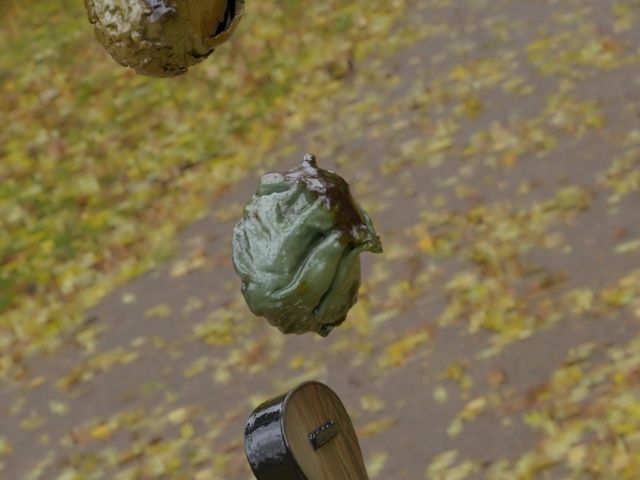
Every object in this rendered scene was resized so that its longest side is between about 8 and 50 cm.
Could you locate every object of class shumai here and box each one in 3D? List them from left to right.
[{"bbox_3d":[0.004,0.003,1.805,0.142,0.184,0.184,-21,15,26],"label":"shumai"}]

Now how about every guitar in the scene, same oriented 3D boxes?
[{"bbox_3d":[0.039,0.208,1.012,0.038,0.271,0.084,-29,-1,28],"label":"guitar"}]

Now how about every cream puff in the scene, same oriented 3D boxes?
[{"bbox_3d":[-0.119,-0.176,1.272,0.104,0.119,0.133,-1,58,22],"label":"cream puff"}]
